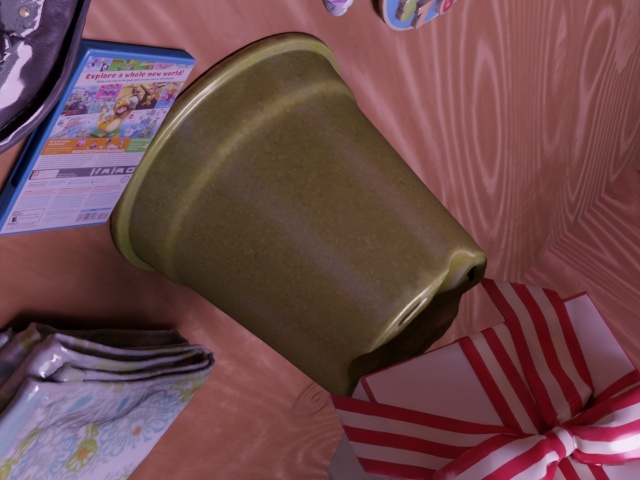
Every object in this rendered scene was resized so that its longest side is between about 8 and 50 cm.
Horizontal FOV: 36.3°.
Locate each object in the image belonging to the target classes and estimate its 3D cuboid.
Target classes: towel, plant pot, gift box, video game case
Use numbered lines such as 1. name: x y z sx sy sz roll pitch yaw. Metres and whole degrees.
1. towel: -0.295 0.239 0.987 0.374 0.090 0.320 -50 159 9
2. plant pot: 0.000 0.000 0.882 0.276 0.254 0.276 -40 160 -18
3. gift box: 0.144 0.197 0.829 0.255 0.276 0.258 -22 156 -22
4. video game case: -0.173 -0.075 0.740 0.166 0.015 0.119 -55 158 23

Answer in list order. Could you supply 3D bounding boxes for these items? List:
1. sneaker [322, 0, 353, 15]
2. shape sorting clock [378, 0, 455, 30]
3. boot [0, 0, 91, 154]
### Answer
1. sneaker: -0.008 -0.211 0.788 0.069 0.038 0.098 -37 149 -21
2. shape sorting clock: 0.133 -0.283 0.926 0.206 0.040 0.206 -39 159 -19
3. boot: -0.177 -0.172 0.453 0.263 0.091 0.229 -56 160 -5
